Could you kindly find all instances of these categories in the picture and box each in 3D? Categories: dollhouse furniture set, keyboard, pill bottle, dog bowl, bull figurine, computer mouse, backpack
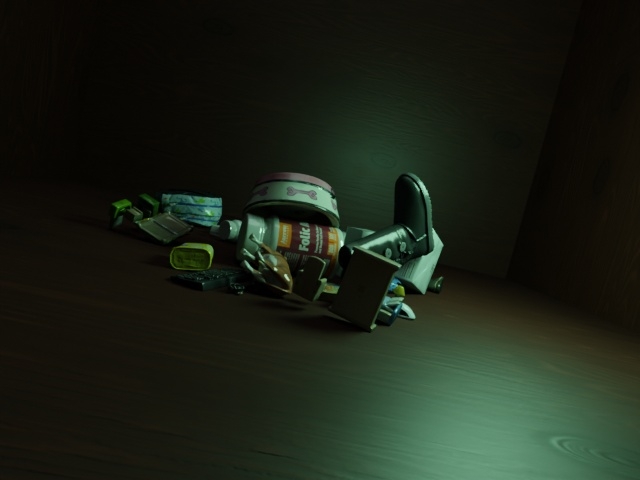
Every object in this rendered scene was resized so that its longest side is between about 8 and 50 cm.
[{"bbox_3d":[0.124,0.109,1.329,0.287,0.198,0.303,25,10,18],"label":"dollhouse furniture set"},{"bbox_3d":[-0.292,0.118,1.341,0.202,0.033,0.317,15,6,16],"label":"keyboard"},{"bbox_3d":[-0.415,-0.044,2.271,0.121,0.121,0.221,18,7,40],"label":"pill bottle"},{"bbox_3d":[-0.115,-0.147,1.824,0.409,0.150,0.408,5,-19,2],"label":"dog bowl"},{"bbox_3d":[-0.718,-0.044,1.839,0.302,0.151,0.197,32,30,11],"label":"dollhouse furniture set"},{"bbox_3d":[-0.171,0.082,1.427,0.188,0.101,0.310,39,1,-22],"label":"bull figurine"},{"bbox_3d":[0.233,0.221,1.481,0.193,0.042,0.106,15,4,20],"label":"computer mouse"},{"bbox_3d":[-0.765,-0.205,2.609,0.356,0.273,0.290,-8,-1,11],"label":"backpack"},{"bbox_3d":[-0.124,0.020,1.740,0.393,0.223,0.224,11,6,-19],"label":"pill bottle"}]

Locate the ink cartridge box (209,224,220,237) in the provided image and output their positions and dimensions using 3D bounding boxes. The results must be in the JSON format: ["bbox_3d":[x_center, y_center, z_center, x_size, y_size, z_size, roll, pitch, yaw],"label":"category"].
[{"bbox_3d":[-0.528,-0.048,2.383,0.099,0.056,0.135,16,5,18],"label":"ink cartridge box"}]

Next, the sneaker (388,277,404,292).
[{"bbox_3d":[0.280,0.186,1.836,0.082,0.069,0.209,23,10,41],"label":"sneaker"}]

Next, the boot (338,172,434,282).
[{"bbox_3d":[0.244,-0.032,1.700,0.445,0.366,0.146,-24,14,-29],"label":"boot"}]

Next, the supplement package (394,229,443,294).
[{"bbox_3d":[0.433,0.084,1.996,0.145,0.261,0.204,17,-13,34],"label":"supplement package"}]

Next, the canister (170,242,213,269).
[{"bbox_3d":[-0.426,0.050,1.457,0.126,0.073,0.170,4,5,-10],"label":"canister"}]

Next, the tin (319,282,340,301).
[{"bbox_3d":[0.034,0.178,1.491,0.106,0.040,0.190,12,4,32],"label":"tin"}]

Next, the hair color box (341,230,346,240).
[{"bbox_3d":[0.000,0.000,2.550,0.348,0.173,0.105,16,5,25],"label":"hair color box"}]

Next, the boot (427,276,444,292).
[{"bbox_3d":[0.557,0.215,2.234,0.137,0.076,0.198,10,2,21],"label":"boot"}]

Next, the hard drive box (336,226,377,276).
[{"bbox_3d":[0.184,0.064,2.006,0.089,0.232,0.181,18,6,39],"label":"hard drive box"}]
